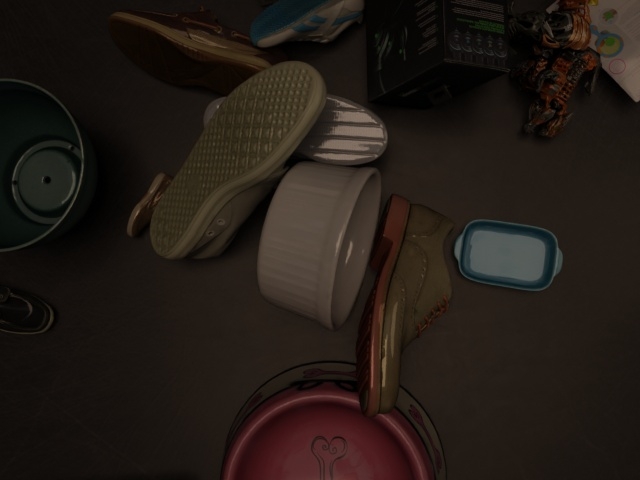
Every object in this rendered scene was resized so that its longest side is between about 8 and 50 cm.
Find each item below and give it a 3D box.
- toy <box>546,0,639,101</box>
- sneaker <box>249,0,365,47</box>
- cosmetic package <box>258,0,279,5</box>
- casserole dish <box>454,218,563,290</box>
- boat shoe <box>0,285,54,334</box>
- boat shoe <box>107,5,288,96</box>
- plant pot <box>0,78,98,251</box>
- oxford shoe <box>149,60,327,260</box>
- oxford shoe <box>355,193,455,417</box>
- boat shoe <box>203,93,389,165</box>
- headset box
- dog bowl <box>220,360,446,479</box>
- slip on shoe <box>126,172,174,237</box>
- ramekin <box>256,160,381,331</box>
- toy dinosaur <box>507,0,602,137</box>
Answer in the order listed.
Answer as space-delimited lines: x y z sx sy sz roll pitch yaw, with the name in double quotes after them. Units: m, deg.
0.535 -0.370 1.247 0.137 0.056 0.237 -40 77 10 "toy"
-0.018 -0.396 1.264 0.228 0.092 0.087 -27 50 -8 "sneaker"
-0.106 -0.512 1.319 0.041 0.060 0.115 -9 83 5 "cosmetic package"
0.331 0.026 1.242 0.188 0.037 0.114 9 86 7 "casserole dish"
-0.616 0.122 1.304 0.233 0.079 0.084 18 85 5 "boat shoe"
-0.224 -0.366 1.303 0.341 0.123 0.123 18 57 10 "boat shoe"
-0.524 -0.119 1.255 0.293 0.196 0.293 0 86 6 "plant pot"
-0.130 -0.121 1.177 0.449 0.130 0.169 -46 53 31 "oxford shoe"
0.148 0.103 1.151 0.146 0.140 0.397 15 63 -2 "oxford shoe"
-0.038 -0.206 1.254 0.335 0.119 0.121 11 96 11 "boat shoe"
0.188 -0.373 1.172 0.131 0.246 0.283 2 84 -25 "headset box"
0.014 0.416 1.182 0.407 0.150 0.408 -1 85 6 "dog bowl"
-0.313 -0.061 1.306 0.041 0.051 0.135 29 81 10 "slip on shoe"
0.000 0.000 1.163 0.135 0.277 0.277 15 87 14 "ramekin"
0.389 -0.351 1.220 0.218 0.164 0.322 9 82 -2 "toy dinosaur"
